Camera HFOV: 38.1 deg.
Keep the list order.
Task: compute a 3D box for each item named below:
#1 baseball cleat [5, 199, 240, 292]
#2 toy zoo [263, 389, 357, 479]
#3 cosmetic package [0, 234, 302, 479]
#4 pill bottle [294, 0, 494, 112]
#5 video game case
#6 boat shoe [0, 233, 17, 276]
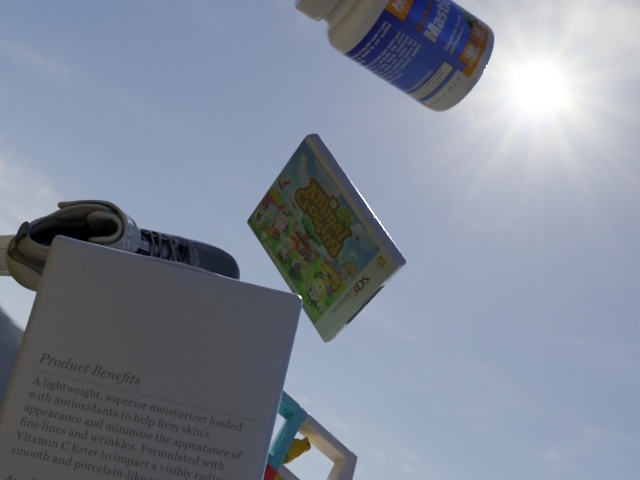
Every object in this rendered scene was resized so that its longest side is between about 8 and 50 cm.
[{"bbox_3d":[-0.148,0.016,0.762,0.206,0.072,0.109,3,-25,-30],"label":"baseball cleat"},{"bbox_3d":[-0.066,0.270,1.097,0.293,0.192,0.030,44,-46,-12],"label":"toy zoo"},{"bbox_3d":[-0.111,0.117,0.575,0.151,0.184,0.151,15,-20,-5],"label":"cosmetic package"},{"bbox_3d":[0.104,-0.315,1.346,0.272,0.152,0.152,29,-16,-20],"label":"pill bottle"},{"bbox_3d":[0.000,0.000,1.221,0.212,0.023,0.193,56,-45,18],"label":"video game case"},{"bbox_3d":[-0.413,0.029,1.119,0.184,0.063,0.066,-7,1,16],"label":"boat shoe"}]
